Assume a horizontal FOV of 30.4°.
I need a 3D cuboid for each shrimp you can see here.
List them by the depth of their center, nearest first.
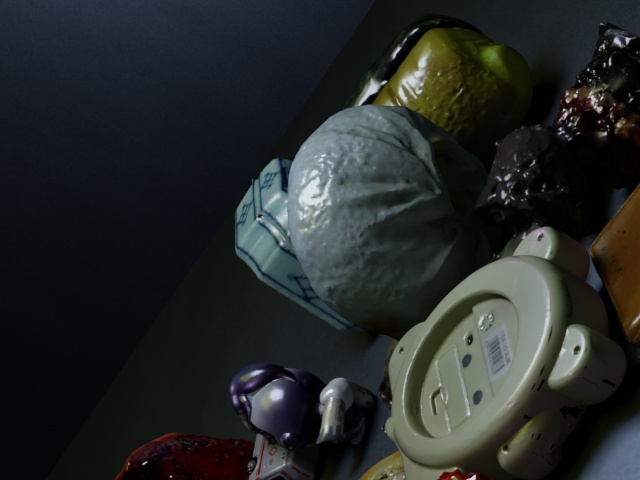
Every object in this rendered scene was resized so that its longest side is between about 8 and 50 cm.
[{"bbox_3d":[0.123,0.184,1.720,0.145,0.059,0.254,-53,17,33],"label":"shrimp"}]

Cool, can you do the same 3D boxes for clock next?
[{"bbox_3d":[0.208,0.155,1.367,0.309,0.114,0.284,-47,28,30],"label":"clock"}]

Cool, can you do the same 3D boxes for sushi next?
[{"bbox_3d":[0.355,-0.141,1.416,0.150,0.153,0.172,-40,37,-2],"label":"sushi"}]

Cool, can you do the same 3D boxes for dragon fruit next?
[{"bbox_3d":[-0.263,0.476,2.046,0.228,0.286,0.329,-99,33,-60],"label":"dragon fruit"}]

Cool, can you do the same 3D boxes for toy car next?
[{"bbox_3d":[-0.051,0.324,1.946,0.108,0.089,0.209,-41,26,37],"label":"toy car"}]

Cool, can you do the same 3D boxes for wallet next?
[{"bbox_3d":[0.374,0.009,1.304,0.161,0.042,0.195,-58,17,23],"label":"wallet"}]

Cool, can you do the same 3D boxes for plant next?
[{"bbox_3d":[0.274,-0.039,1.513,0.142,0.131,0.203,-34,44,54],"label":"plant"}]

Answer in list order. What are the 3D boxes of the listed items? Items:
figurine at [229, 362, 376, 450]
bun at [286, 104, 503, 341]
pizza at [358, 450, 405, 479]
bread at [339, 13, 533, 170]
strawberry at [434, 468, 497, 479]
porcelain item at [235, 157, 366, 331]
[{"bbox_3d":[-0.043,0.255,1.820,0.222,0.145,0.145,-4,50,32],"label":"figurine"},{"bbox_3d":[0.115,-0.031,1.617,0.211,0.362,0.361,-22,37,38],"label":"bun"},{"bbox_3d":[0.072,0.386,1.500,0.181,0.034,0.262,-19,44,46],"label":"pizza"},{"bbox_3d":[0.165,-0.169,1.864,0.376,0.251,0.208,-53,20,19],"label":"bread"},{"bbox_3d":[0.196,0.325,1.175,0.237,0.111,0.190,-6,82,44],"label":"strawberry"},{"bbox_3d":[0.000,0.000,2.007,0.157,0.286,0.281,-52,16,17],"label":"porcelain item"}]
